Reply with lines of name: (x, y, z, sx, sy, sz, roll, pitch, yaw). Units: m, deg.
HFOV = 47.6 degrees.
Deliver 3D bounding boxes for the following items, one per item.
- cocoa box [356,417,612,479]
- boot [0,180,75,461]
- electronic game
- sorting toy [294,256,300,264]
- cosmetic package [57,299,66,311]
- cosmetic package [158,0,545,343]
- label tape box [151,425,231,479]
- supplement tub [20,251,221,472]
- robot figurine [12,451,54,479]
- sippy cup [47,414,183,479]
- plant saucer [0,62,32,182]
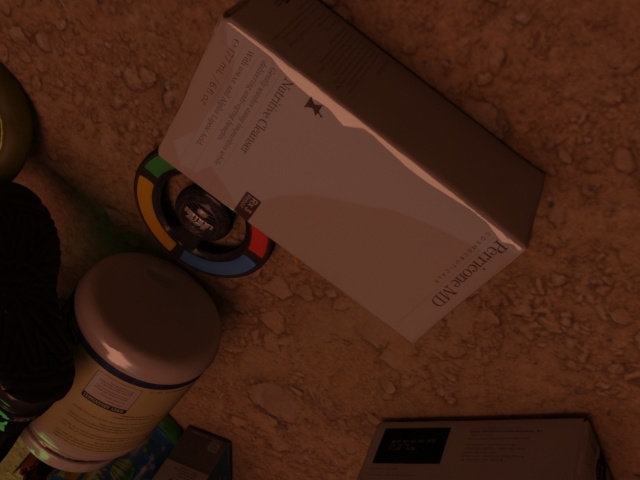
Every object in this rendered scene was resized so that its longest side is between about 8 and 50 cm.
cocoa box: (0.244, 0.426, 1.080, 0.347, 0.231, 0.228, -11, 121, 34)
boot: (-0.544, 0.175, 1.129, 0.146, 0.367, 0.445, 7, 144, -39)
electronic game: (-0.169, -0.039, 1.052, 0.229, 0.048, 0.229, 14, 131, 17)
sorting toy: (0.000, 0.000, 1.007, 0.075, 0.045, 0.083, -2, 127, 5)
cosmetic package: (-0.526, 0.184, 1.379, 0.237, 0.107, 0.127, 7, 127, 25)
cosmetic package: (0.036, -0.086, 0.832, 0.385, 0.156, 0.217, 36, 132, -2)
label tape box: (-0.292, 0.569, 1.405, 0.105, 0.334, 0.241, 17, 132, 14)
supplement tub: (-0.332, 0.202, 1.161, 0.235, 0.235, 0.325, 38, 120, -5)
robot figurine: (-0.667, 0.565, 1.629, 0.085, 0.291, 0.211, 30, 133, 3)
sippy cup: (-0.424, 0.458, 1.463, 0.240, 0.224, 0.306, -10, 120, 33)
plant saucer: (-0.553, -0.174, 1.073, 0.240, 0.037, 0.241, 1, 106, 2)
